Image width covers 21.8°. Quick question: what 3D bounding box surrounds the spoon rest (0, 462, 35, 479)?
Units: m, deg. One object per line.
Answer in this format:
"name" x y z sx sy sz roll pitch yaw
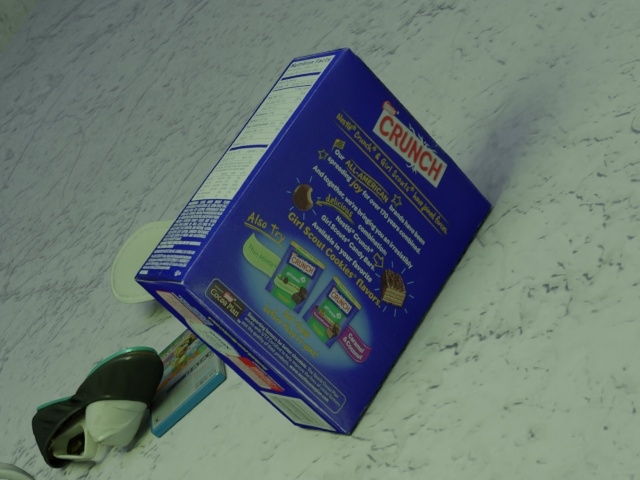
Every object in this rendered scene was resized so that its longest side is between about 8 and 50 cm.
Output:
"spoon rest" -0.497 0.402 2.203 0.276 0.084 0.137 -51 24 -10

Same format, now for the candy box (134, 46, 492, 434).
"candy box" 0.000 0.000 1.772 0.122 0.268 0.317 4 54 56

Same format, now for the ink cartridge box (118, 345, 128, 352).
"ink cartridge box" -0.266 0.176 2.237 0.048 0.028 0.083 -45 23 4

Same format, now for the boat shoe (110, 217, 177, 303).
"boat shoe" -0.167 0.008 2.257 0.305 0.091 0.109 -31 65 36

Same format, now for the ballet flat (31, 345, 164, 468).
"ballet flat" -0.278 0.224 2.113 0.280 0.095 0.096 -36 54 48

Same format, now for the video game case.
"video game case" -0.173 0.167 2.113 0.119 0.015 0.166 -42 24 12
